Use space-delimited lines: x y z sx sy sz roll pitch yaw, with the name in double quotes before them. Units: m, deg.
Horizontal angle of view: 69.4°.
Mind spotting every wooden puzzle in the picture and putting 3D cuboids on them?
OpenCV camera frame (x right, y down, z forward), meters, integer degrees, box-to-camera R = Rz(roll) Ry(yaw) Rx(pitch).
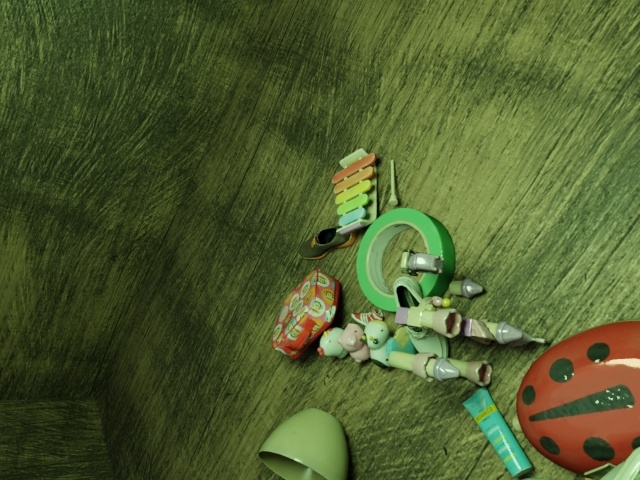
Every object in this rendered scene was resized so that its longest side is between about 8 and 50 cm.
"wooden puzzle" 0.552 0.444 0.876 0.116 0.079 0.014 -59 8 47

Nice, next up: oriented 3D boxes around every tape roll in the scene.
"tape roll" 0.255 0.062 1.427 0.321 0.077 0.321 -16 67 44

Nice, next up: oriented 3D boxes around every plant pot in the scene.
"plant pot" -0.027 0.649 1.457 0.284 0.284 0.191 -17 32 43

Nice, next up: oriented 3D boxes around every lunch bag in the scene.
"lunch bag" -0.056 0.265 1.598 0.293 0.120 0.258 -50 17 30

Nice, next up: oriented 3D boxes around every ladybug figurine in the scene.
"ladybug figurine" 0.587 0.324 0.931 0.449 0.162 0.305 -39 54 34

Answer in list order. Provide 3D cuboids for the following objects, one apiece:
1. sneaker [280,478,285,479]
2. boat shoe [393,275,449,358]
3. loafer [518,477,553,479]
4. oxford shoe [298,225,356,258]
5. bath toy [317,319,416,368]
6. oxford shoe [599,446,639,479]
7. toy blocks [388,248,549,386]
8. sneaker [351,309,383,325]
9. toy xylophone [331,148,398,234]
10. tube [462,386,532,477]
"sneaker" -0.101 0.870 1.516 0.281 0.163 0.106 -2 78 47
"boat shoe" 0.275 0.227 1.275 0.096 0.088 0.267 -20 92 22
"loafer" 0.497 0.572 0.991 0.319 0.111 0.112 -33 56 40
"oxford shoe" 0.000 0.000 1.700 0.271 0.098 0.096 -25 62 40
"bath toy" 0.122 0.323 1.438 0.348 0.129 0.151 -9 92 47
"oxford shoe" 0.543 0.448 0.786 0.169 0.130 0.449 44 94 9
"toy blocks" 0.362 0.195 1.122 0.260 0.289 0.308 -3 74 52
"sneaker" 0.156 0.245 1.506 0.118 0.042 0.067 24 101 40
"toy xylophone" 0.146 -0.173 1.579 0.236 0.081 0.322 -32 46 35
"tube" 0.437 0.472 1.142 0.080 0.052 0.207 -46 43 19
